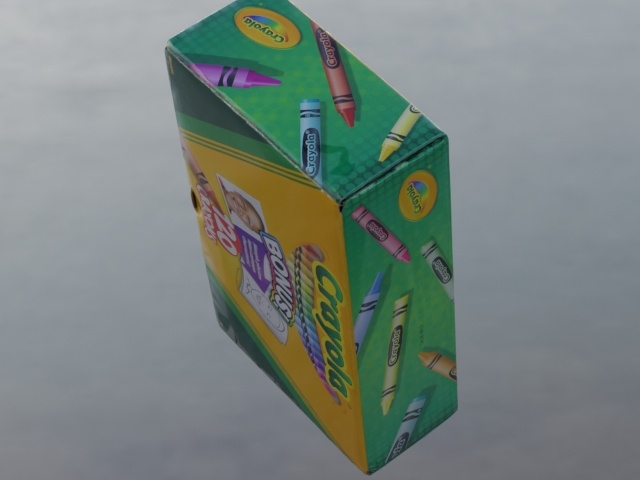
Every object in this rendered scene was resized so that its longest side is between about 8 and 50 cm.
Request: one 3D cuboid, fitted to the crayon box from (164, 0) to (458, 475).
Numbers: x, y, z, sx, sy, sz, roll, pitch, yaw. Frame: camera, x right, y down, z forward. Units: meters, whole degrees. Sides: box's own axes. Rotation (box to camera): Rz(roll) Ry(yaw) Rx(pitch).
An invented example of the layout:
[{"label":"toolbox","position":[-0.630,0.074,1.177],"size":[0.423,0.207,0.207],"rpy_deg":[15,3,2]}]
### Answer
[{"label":"crayon box","position":[0.000,0.000,1.153],"size":[0.081,0.278,0.165],"rpy_deg":[-34,55,-20]}]
